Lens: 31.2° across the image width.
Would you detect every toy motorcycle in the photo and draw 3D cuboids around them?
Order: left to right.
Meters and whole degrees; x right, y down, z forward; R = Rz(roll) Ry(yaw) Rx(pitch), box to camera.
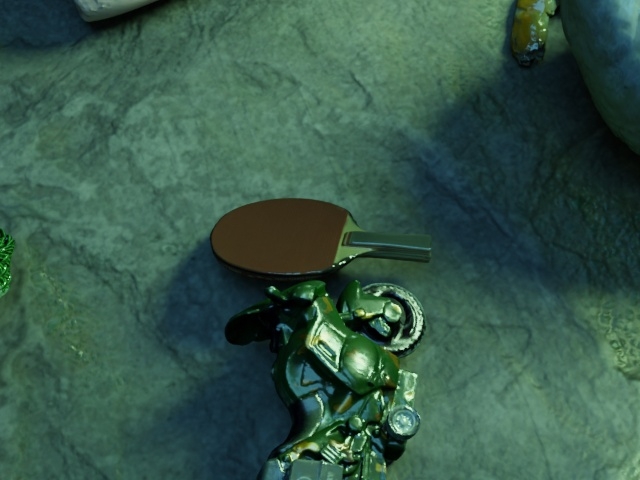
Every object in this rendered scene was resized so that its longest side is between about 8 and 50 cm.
[{"bbox_3d":[-0.005,0.147,1.031,0.187,0.125,0.275,13,60,-4],"label":"toy motorcycle"}]

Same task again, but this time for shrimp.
[{"bbox_3d":[0.287,-0.240,1.222,0.161,0.049,0.166,30,73,20],"label":"shrimp"}]

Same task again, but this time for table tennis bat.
[{"bbox_3d":[0.000,0.000,1.124,0.220,0.019,0.130,4,37,10],"label":"table tennis bat"}]

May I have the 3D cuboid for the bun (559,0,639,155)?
[{"bbox_3d":[0.397,-0.221,1.091,0.362,0.211,0.362,0,84,-5],"label":"bun"}]

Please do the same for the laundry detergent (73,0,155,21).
[{"bbox_3d":[-0.139,-0.366,1.299,0.335,0.088,0.159,-25,65,-7],"label":"laundry detergent"}]

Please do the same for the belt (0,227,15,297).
[{"bbox_3d":[-0.375,0.023,1.129,0.151,0.121,0.079,14,107,11],"label":"belt"}]
